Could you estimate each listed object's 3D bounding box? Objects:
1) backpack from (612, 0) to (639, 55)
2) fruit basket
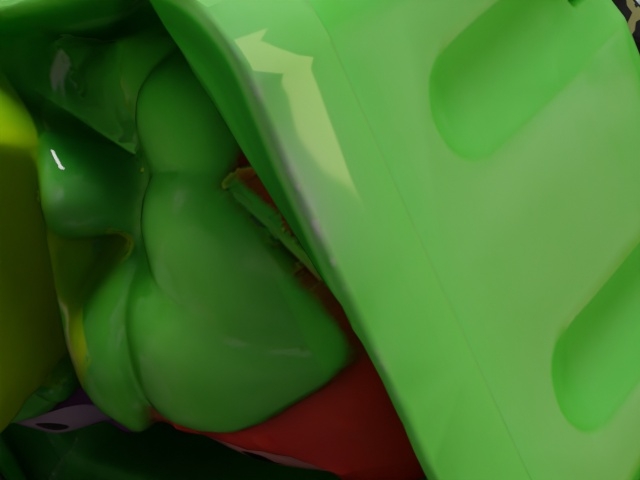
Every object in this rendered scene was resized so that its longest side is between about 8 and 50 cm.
[{"bbox_3d":[0.081,-0.146,1.108,0.355,0.290,0.273,37,24,-18],"label":"backpack"},{"bbox_3d":[-0.106,0.026,0.540,0.283,0.392,0.392,65,24,-19],"label":"fruit basket"}]
